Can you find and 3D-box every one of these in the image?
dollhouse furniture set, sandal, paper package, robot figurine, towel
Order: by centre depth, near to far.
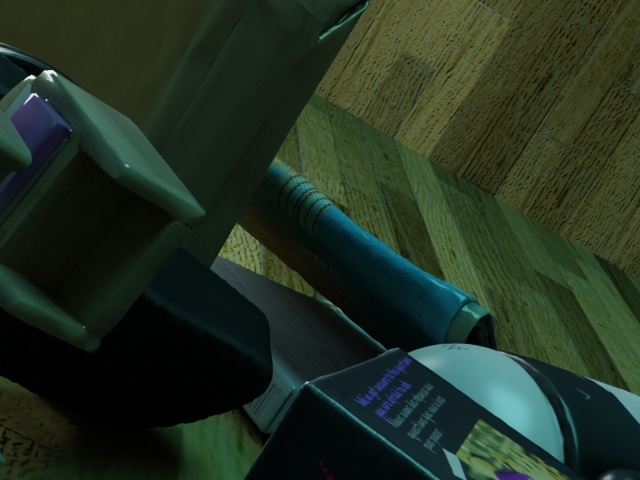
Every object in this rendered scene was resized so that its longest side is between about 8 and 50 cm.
[{"bbox_3d":[-0.263,-0.008,0.559,0.198,0.286,0.303,43,6,40],"label":"dollhouse furniture set"},{"bbox_3d":[-0.161,-0.012,0.873,0.446,0.167,0.107,53,25,-60],"label":"sandal"},{"bbox_3d":[0.132,0.167,1.069,0.278,0.209,0.173,20,34,-42],"label":"robot figurine"},{"bbox_3d":[-0.185,-0.129,1.123,0.325,0.309,0.168,37,12,26],"label":"paper package"},{"bbox_3d":[0.000,0.000,1.253,0.370,0.040,0.271,40,-9,25],"label":"towel"}]

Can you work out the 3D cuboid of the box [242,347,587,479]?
[{"bbox_3d":[0.080,0.195,0.741,0.270,0.165,0.143,35,14,15],"label":"box"}]

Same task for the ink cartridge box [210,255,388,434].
[{"bbox_3d":[-0.005,0.097,1.276,0.224,0.045,0.223,23,16,-40],"label":"ink cartridge box"}]
